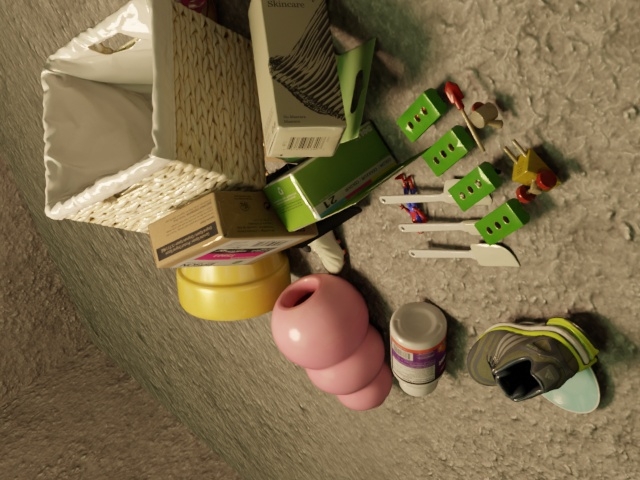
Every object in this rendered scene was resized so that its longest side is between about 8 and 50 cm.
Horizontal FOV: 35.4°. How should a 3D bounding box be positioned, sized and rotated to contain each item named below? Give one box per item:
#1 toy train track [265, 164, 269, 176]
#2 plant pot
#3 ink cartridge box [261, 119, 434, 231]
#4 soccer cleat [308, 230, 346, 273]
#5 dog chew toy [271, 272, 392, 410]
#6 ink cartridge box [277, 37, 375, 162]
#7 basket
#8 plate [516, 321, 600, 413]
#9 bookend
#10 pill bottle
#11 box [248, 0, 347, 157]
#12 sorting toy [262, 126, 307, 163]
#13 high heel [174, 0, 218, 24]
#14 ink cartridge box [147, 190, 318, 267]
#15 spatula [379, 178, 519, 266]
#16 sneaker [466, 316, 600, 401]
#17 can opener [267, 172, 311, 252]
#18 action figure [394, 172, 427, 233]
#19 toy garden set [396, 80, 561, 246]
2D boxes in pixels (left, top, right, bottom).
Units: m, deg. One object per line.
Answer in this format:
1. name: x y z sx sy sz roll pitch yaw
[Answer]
1. toy train track: -0.136 -0.157 2.121 0.083 0.014 0.048 45 154 17
2. plant pot: -0.199 0.016 2.211 0.254 0.254 0.239 23 126 47
3. ink cartridge box: 0.043 -0.119 1.658 0.097 0.189 0.255 57 154 -6
4. soccer cleat: 0.000 0.000 2.015 0.068 0.076 0.196 32 148 37
5. dog chew toy: 0.040 0.229 2.116 0.207 0.206 0.332 11 141 55
6. ink cartridge box: -0.001 -0.230 1.628 0.056 0.171 0.235 15 168 -23
7. basket: -0.299 -0.212 1.795 0.328 0.266 0.331 -21 66 37
8. plate: 0.393 0.207 1.669 0.188 0.024 0.188 40 153 26
9. bookend: -0.025 -0.088 1.888 0.157 0.072 0.156 -31 71 30
10. pill bottle: 0.189 0.216 1.933 0.108 0.108 0.193 37 151 31
11. box: -0.039 -0.267 1.542 0.094 0.113 0.275 117 146 -62
12. sorting toy: -0.090 -0.236 1.921 0.208 0.038 0.193 6 128 52
13. high heel: -0.217 -0.369 1.911 0.117 0.082 0.244 37 140 49
14. ink cartridge box: -0.154 -0.018 1.784 0.193 0.235 0.088 -24 75 42
15. spatula: 0.208 -0.028 1.669 0.242 0.019 0.168 2 131 51
16. sneaker: 0.313 0.200 1.624 0.111 0.121 0.300 54 155 -1
17. can opener: -0.071 -0.053 2.089 0.186 0.059 0.073 59 154 -11
18. action figure: 0.158 -0.059 1.727 0.038 0.030 0.115 12 135 48
19. toy garden set: 0.238 -0.130 1.475 0.244 0.049 0.204 54 155 4
